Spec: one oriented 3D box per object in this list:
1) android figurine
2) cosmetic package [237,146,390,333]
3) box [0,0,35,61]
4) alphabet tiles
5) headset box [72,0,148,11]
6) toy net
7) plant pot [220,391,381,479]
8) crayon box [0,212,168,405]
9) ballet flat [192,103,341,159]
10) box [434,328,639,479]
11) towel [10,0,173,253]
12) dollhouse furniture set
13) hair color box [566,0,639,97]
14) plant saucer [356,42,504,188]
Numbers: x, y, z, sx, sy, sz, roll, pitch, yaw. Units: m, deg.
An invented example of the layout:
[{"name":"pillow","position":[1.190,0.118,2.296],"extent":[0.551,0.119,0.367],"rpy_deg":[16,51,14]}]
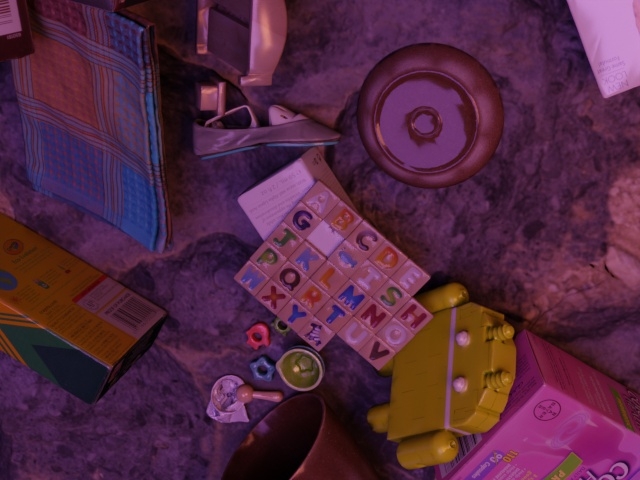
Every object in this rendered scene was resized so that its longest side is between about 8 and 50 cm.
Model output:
[{"name":"android figurine","position":[0.161,0.178,1.400],"extent":[0.056,0.248,0.273],"rpy_deg":[21,154,-28]},{"name":"cosmetic package","position":[0.000,0.000,1.457],"extent":[0.117,0.085,0.231],"rpy_deg":[-30,98,23]},{"name":"box","position":[-0.541,-0.337,1.364],"extent":[0.381,0.143,0.191],"rpy_deg":[16,120,44]},{"name":"alphabet tiles","position":[0.027,0.063,1.423],"extent":[0.237,0.009,0.198],"rpy_deg":[41,115,-2]},{"name":"headset box","position":[-0.233,-0.405,1.259],"extent":[0.110,0.293,0.218],"rpy_deg":[16,114,9]},{"name":"toy net","position":[-0.102,0.205,1.580],"extent":[0.232,0.045,0.122],"rpy_deg":[-36,97,24]},{"name":"plant pot","position":[0.006,0.379,1.542],"extent":[0.215,0.215,0.230],"rpy_deg":[-38,110,24]},{"name":"crayon box","position":[-0.408,0.090,1.539],"extent":[0.318,0.202,0.081],"rpy_deg":[31,114,4]},{"name":"ballet flat","position":[-0.078,-0.153,1.431],"extent":[0.213,0.072,0.068],"rpy_deg":[-5,97,16]},{"name":"box","position":[0.306,0.274,1.409],"extent":[0.243,0.117,0.213],"rpy_deg":[29,116,-21]},{"name":"towel","position":[-0.315,-0.170,1.405],"extent":[0.271,0.040,0.370],"rpy_deg":[27,138,23]},{"name":"dollhouse furniture set","position":[-0.026,-0.297,1.282],"extent":[0.174,0.303,0.355],"rpy_deg":[-5,114,-22]},{"name":"hair color box","position":[0.358,-0.359,1.215],"extent":[0.185,0.110,0.339],"rpy_deg":[-20,105,20]},{"name":"plant saucer","position":[0.140,-0.159,1.386],"extent":[0.198,0.036,0.198],"rpy_deg":[5,110,14]}]
